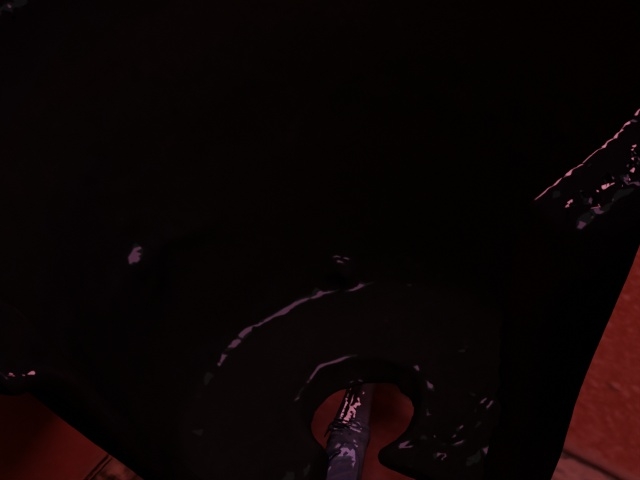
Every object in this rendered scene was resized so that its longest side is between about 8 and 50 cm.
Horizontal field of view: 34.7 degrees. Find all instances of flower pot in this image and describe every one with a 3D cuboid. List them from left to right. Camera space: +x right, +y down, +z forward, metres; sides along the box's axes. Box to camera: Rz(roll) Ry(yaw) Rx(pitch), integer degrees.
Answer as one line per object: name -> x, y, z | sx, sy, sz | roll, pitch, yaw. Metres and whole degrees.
flower pot -> 0.000, 0.000, 0.508 | 0.379, 0.251, 0.379 | -11, 39, 9

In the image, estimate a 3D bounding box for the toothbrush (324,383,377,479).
toothbrush -> 0.001, 0.149, 0.556 | 0.035, 0.042, 0.413 | 18, 43, 5
